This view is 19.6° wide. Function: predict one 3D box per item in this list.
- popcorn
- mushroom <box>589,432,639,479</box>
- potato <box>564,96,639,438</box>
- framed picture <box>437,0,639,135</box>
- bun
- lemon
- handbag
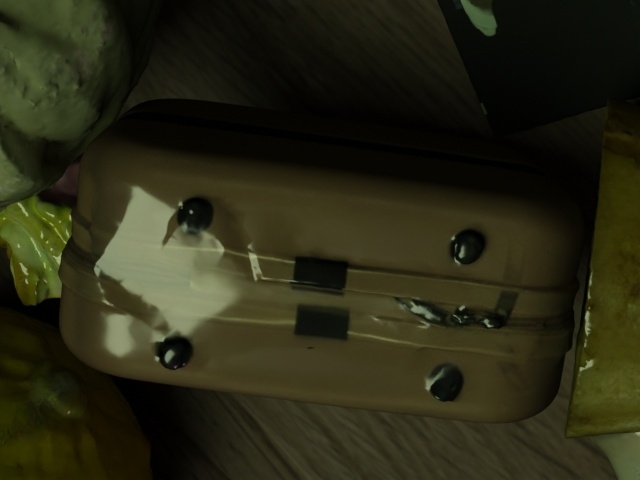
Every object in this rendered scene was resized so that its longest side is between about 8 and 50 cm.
[{"bbox_3d":[-0.175,-0.014,1.337,0.145,0.125,0.126,34,117,-13],"label":"popcorn"},{"bbox_3d":[0.258,0.264,1.156,0.314,0.314,0.336,-13,85,33],"label":"mushroom"},{"bbox_3d":[0.231,0.023,1.109,0.158,0.178,0.203,4,76,6],"label":"potato"},{"bbox_3d":[0.196,-0.211,1.098,0.324,0.013,0.244,-15,105,34],"label":"framed picture"},{"bbox_3d":[-0.245,-0.145,1.197,0.365,0.365,0.219,-13,137,33],"label":"bun"},{"bbox_3d":[-0.288,0.203,1.389,0.336,0.336,0.336,13,119,24],"label":"lemon"},{"bbox_3d":[0.000,0.000,1.155,0.302,0.283,0.149,6,102,-1],"label":"handbag"}]
